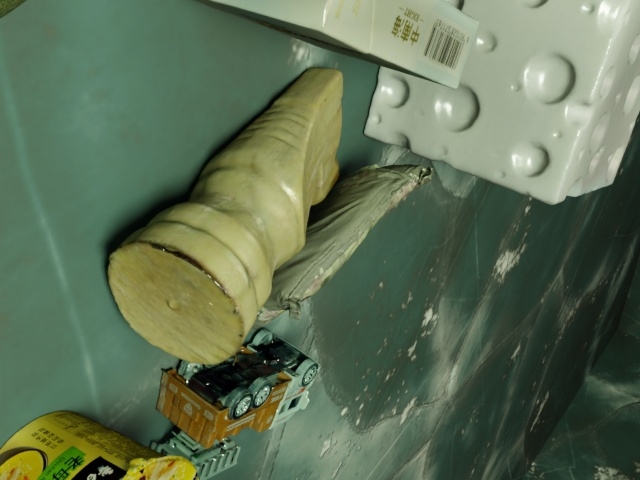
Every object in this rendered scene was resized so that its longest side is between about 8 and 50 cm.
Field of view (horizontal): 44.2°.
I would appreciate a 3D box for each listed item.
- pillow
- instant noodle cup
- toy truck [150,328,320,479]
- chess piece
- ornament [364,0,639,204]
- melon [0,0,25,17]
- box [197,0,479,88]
[{"bbox_3d":[0.000,0.000,0.797,0.059,0.169,0.255,52,56,-11],"label":"pillow"},{"bbox_3d":[-0.190,0.215,0.626,0.151,0.122,0.152,-41,143,-41],"label":"instant noodle cup"},{"bbox_3d":[-0.084,0.168,0.813,0.177,0.080,0.115,-11,125,-55],"label":"toy truck"},{"bbox_3d":[-0.052,-0.039,0.696,0.137,0.137,0.301,84,30,-42],"label":"chess piece"},{"bbox_3d":[0.232,-0.202,0.901,0.239,0.239,0.240,-15,123,-55],"label":"ornament"},{"bbox_3d":[-0.176,-0.166,0.375,0.167,0.114,0.114,-54,149,-22],"label":"melon"},{"bbox_3d":[0.011,-0.189,0.632,0.243,0.155,0.067,-1,110,-58],"label":"box"}]
